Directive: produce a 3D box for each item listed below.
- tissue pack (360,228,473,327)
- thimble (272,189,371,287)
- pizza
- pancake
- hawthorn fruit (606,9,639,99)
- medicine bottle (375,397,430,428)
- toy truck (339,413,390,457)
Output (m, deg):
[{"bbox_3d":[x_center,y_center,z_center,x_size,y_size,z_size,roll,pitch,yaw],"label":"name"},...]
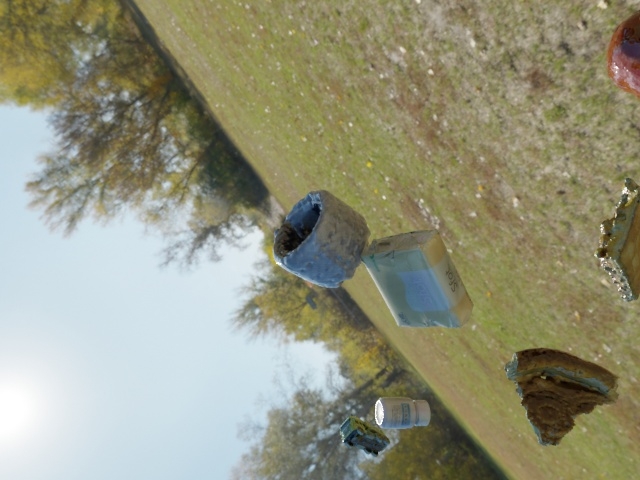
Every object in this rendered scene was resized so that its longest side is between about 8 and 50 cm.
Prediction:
[{"bbox_3d":[0.214,0.092,1.050,0.186,0.090,0.222,-8,118,44],"label":"tissue pack"},{"bbox_3d":[0.000,0.000,1.160,0.157,0.217,0.246,34,167,-24],"label":"thimble"},{"bbox_3d":[0.860,0.005,1.319,0.087,0.257,0.268,11,156,51],"label":"pizza"},{"bbox_3d":[0.552,0.356,1.079,0.266,0.244,0.057,19,140,11],"label":"pancake"},{"bbox_3d":[0.796,-0.461,1.121,0.272,0.241,0.242,9,-148,-45],"label":"hawthorn fruit"},{"bbox_3d":[0.147,0.307,0.845,0.052,0.089,0.052,-175,90,-78],"label":"medicine bottle"},{"bbox_3d":[0.140,0.621,1.525,0.169,0.077,0.100,30,-165,-26],"label":"toy truck"}]
